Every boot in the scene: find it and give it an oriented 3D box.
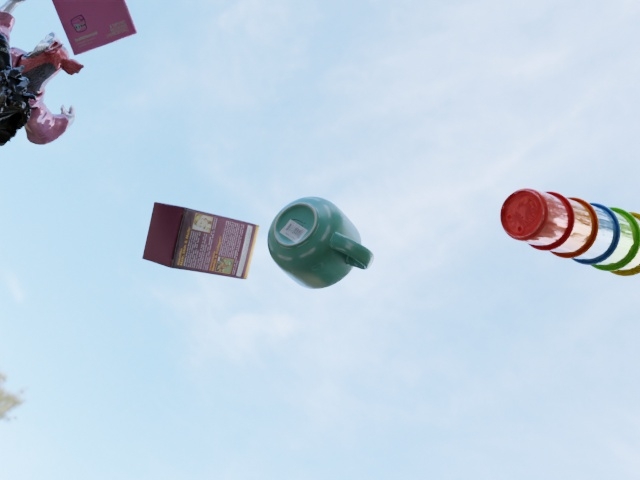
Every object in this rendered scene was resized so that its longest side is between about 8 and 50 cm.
[{"bbox_3d":[-0.316,-0.126,0.815,0.121,0.045,0.099,-41,-120,27],"label":"boot"}]

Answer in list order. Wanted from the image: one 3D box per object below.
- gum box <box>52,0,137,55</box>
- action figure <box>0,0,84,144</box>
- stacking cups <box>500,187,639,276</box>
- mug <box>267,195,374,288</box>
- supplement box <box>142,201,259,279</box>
[{"bbox_3d":[-0.228,-0.245,0.853,0.188,0.062,0.107,-132,-158,-71],"label":"gum box"},{"bbox_3d":[-0.520,-0.235,1.330,0.370,0.275,0.248,-14,-67,35],"label":"action figure"},{"bbox_3d":[0.342,-0.019,1.137,0.096,0.316,0.096,-9,-105,38],"label":"stacking cups"},{"bbox_3d":[-0.004,-0.006,1.331,0.158,0.129,0.097,-18,-36,22],"label":"mug"},{"bbox_3d":[-0.205,0.002,1.515,0.081,0.188,0.104,12,-91,39],"label":"supplement box"}]
